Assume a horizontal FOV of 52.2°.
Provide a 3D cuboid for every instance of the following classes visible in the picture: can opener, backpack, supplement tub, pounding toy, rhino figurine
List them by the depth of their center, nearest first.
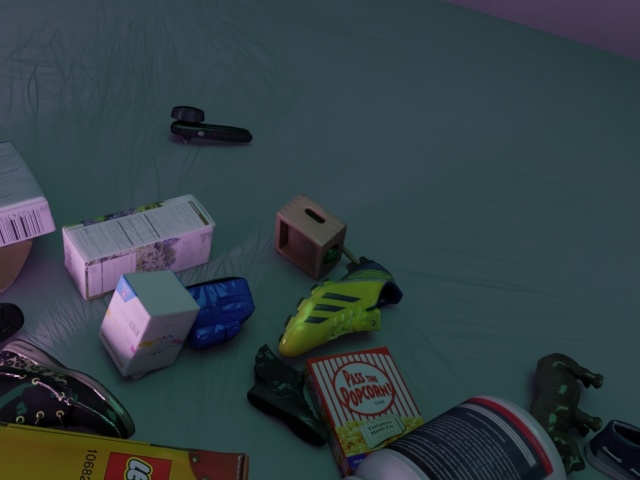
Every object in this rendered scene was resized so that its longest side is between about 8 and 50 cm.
[{"bbox_3d":[0.164,0.335,0.850,0.272,0.191,0.191,-19,53,-29],"label":"supplement tub"},{"bbox_3d":[-0.167,0.116,1.059,0.120,0.098,0.101,-16,80,-31],"label":"backpack"},{"bbox_3d":[0.399,0.285,1.078,0.106,0.073,0.243,23,44,5],"label":"rhino figurine"},{"bbox_3d":[0.000,0.000,1.224,0.141,0.130,0.100,36,57,20],"label":"pounding toy"},{"bbox_3d":[-0.241,-0.243,1.447,0.186,0.073,0.059,10,33,-21],"label":"can opener"}]

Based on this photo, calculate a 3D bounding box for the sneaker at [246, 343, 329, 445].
[{"bbox_3d":[-0.043,0.235,1.001,0.170,0.051,0.089,27,46,18],"label":"sneaker"}]

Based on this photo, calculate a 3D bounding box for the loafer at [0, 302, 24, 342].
[{"bbox_3d":[-0.518,0.147,0.948,0.170,0.062,0.061,-31,22,-33],"label":"loafer"}]

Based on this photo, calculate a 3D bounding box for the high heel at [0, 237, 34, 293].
[{"bbox_3d":[-0.593,0.041,1.015,0.186,0.093,0.261,12,33,15],"label":"high heel"}]

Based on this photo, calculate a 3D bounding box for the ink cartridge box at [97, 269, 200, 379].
[{"bbox_3d":[-0.263,0.129,0.987,0.090,0.143,0.092,-5,43,-47],"label":"ink cartridge box"}]

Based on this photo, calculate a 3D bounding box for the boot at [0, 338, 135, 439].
[{"bbox_3d":[-0.384,0.245,0.857,0.236,0.085,0.178,25,44,18],"label":"boot"}]

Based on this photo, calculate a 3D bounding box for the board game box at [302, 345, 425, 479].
[{"bbox_3d":[0.071,0.263,1.013,0.147,0.045,0.193,-6,46,-24],"label":"board game box"}]

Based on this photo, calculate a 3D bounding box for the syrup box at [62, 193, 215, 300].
[{"bbox_3d":[-0.309,0.007,1.127,0.237,0.093,0.096,-20,53,-34],"label":"syrup box"}]

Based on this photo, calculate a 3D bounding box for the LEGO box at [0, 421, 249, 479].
[{"bbox_3d":[-0.280,0.436,0.591,0.372,0.193,0.500,12,42,-11],"label":"LEGO box"}]

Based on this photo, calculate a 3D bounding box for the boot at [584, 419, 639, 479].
[{"bbox_3d":[0.524,0.356,1.031,0.190,0.086,0.069,24,42,8],"label":"boot"}]

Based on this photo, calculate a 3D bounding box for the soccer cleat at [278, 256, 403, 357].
[{"bbox_3d":[0.043,0.122,1.109,0.121,0.093,0.289,41,41,15],"label":"soccer cleat"}]

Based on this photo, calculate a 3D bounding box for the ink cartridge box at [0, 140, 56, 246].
[{"bbox_3d":[-0.621,-0.049,1.038,0.324,0.071,0.330,-20,31,-24],"label":"ink cartridge box"}]
